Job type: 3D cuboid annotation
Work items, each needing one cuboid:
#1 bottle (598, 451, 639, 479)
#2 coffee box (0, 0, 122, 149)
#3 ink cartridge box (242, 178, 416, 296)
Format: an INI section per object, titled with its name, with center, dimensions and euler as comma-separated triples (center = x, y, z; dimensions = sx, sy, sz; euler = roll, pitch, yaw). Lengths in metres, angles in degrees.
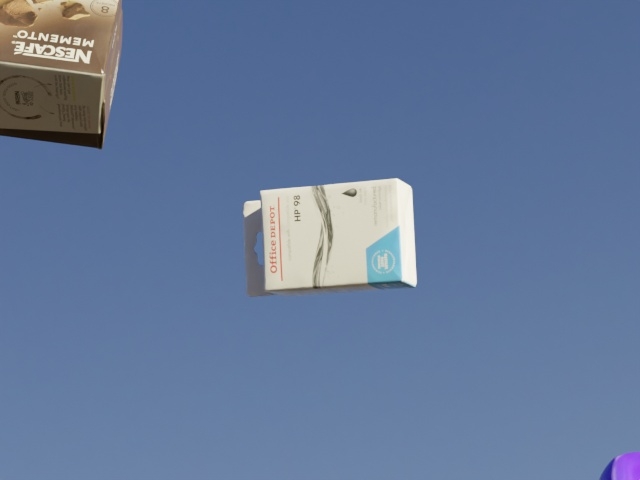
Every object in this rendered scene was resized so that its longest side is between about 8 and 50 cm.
[bottle]
center = 0.262, 0.320, 1.697
dimensions = 0.092, 0.118, 0.283
euler = 5, -53, -11
[coffee box]
center = -0.380, -0.216, 2.168
dimensions = 0.297, 0.168, 0.119
euler = 7, -45, -2
[ink cartridge box]
center = 0.000, 0.000, 1.904
dimensions = 0.180, 0.104, 0.060
euler = -5, -7, 16
